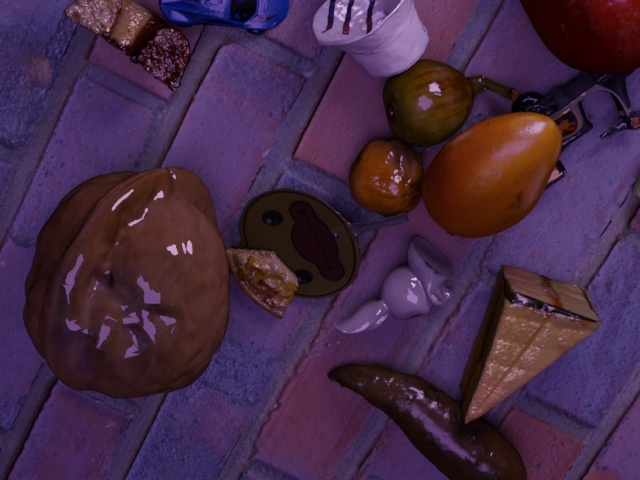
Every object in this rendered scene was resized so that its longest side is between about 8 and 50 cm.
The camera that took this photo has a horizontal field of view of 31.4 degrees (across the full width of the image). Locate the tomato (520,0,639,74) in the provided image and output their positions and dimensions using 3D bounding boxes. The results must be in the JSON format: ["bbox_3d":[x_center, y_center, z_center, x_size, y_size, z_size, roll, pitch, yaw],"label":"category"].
[{"bbox_3d":[0.435,-0.416,1.688,0.293,0.290,0.325,-20,90,10],"label":"tomato"}]

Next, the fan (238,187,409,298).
[{"bbox_3d":[0.000,-0.001,1.949,0.335,0.011,0.229,-14,117,28],"label":"fan"}]

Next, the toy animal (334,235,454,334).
[{"bbox_3d":[0.135,0.113,1.978,0.131,0.104,0.221,40,106,-10],"label":"toy animal"}]

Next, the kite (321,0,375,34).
[{"bbox_3d":[0.057,-0.404,1.770,0.141,0.245,0.015,-1,142,17],"label":"kite"}]

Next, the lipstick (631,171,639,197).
[{"bbox_3d":[0.604,-0.204,1.864,0.076,0.076,0.304,20,109,-3],"label":"lipstick"}]

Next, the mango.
[{"bbox_3d":[0.278,-0.114,1.815,0.187,0.138,0.257,21,140,-6],"label":"mango"}]

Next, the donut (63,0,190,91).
[{"bbox_3d":[-0.300,-0.339,1.850,0.217,0.141,0.085,33,97,-7],"label":"donut"}]

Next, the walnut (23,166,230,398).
[{"bbox_3d":[-0.321,0.072,1.885,0.384,0.383,0.383,1,108,3],"label":"walnut"}]

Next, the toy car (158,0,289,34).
[{"bbox_3d":[-0.159,-0.392,1.858,0.216,0.063,0.103,6,107,2],"label":"toy car"}]

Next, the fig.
[{"bbox_3d":[0.193,-0.240,1.854,0.186,0.148,0.142,-36,104,-22],"label":"fig"}]

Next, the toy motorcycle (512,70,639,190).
[{"bbox_3d":[0.426,-0.211,1.868,0.263,0.091,0.157,-35,110,15],"label":"toy motorcycle"}]

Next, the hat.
[{"bbox_3d":[0.095,-0.338,1.812,0.203,0.203,0.126,-30,124,12],"label":"hat"}]

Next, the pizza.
[{"bbox_3d":[-0.100,0.069,2.003,0.099,0.036,0.160,-29,109,33],"label":"pizza"}]

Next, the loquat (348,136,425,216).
[{"bbox_3d":[0.112,-0.108,1.911,0.137,0.113,0.137,1,92,21],"label":"loquat"}]

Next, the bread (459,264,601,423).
[{"bbox_3d":[0.354,0.194,1.962,0.163,0.167,0.264,15,111,-2],"label":"bread"}]

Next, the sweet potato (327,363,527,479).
[{"bbox_3d":[0.207,0.335,2.040,0.423,0.130,0.130,35,106,-1],"label":"sweet potato"}]
